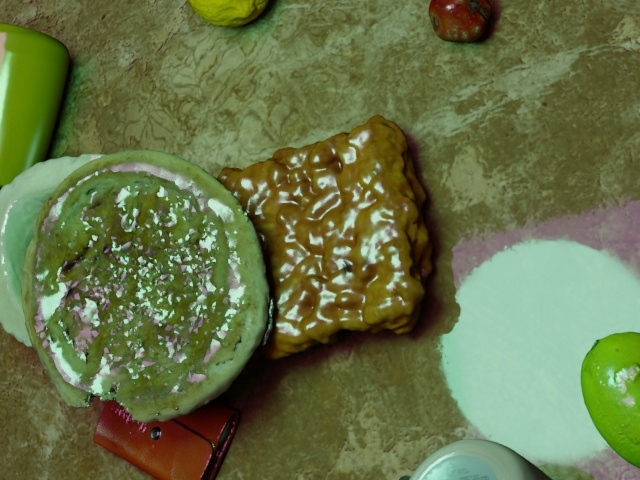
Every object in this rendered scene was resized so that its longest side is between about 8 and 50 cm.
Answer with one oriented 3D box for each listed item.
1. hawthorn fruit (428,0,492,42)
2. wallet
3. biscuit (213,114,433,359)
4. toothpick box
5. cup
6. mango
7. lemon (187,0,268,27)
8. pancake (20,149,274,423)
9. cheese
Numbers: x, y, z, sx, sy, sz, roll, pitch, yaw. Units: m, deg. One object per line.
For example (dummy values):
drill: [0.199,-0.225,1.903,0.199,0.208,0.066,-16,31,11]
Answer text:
hawthorn fruit: [0.195,-0.321,1.760,0.093,0.093,0.093,-7,73,25]
wallet: [-0.227,0.273,1.833,0.204,0.045,0.142,24,88,30]
biscuit: [0.000,0.000,1.759,0.312,0.110,0.318,-17,70,19]
toothpick box: [-0.513,-0.200,2.030,0.175,0.175,0.271,6,82,27]
cup: [0.184,0.339,1.504,0.253,0.200,0.191,17,70,44]
mango: [0.385,0.196,1.523,0.119,0.100,0.178,-25,74,16]
lemon: [-0.148,-0.411,1.924,0.142,0.142,0.187,-29,61,17]
pancake: [-0.244,0.070,1.723,0.382,0.071,0.382,-2,82,16]
cheese: [-0.337,0.017,1.893,0.332,0.153,0.292,-18,70,19]
